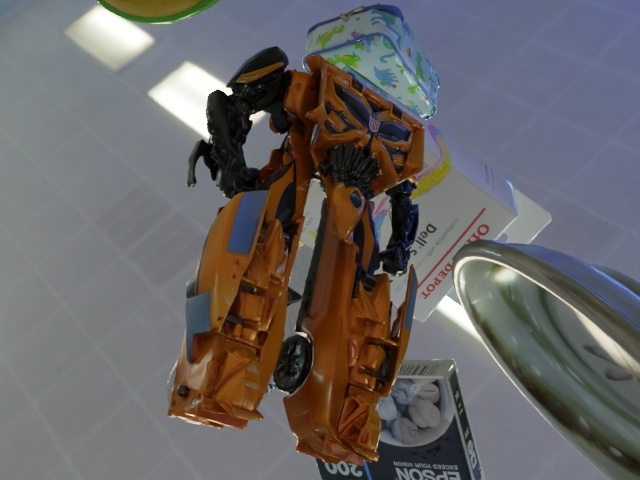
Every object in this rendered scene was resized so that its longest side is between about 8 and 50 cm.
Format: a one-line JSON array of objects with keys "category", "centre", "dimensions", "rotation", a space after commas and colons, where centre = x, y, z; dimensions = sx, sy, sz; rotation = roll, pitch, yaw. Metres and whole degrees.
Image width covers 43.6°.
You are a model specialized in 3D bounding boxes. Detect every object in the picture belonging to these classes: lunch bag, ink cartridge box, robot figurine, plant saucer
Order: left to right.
[{"category": "robot figurine", "centre": [0.000, 0.000, 0.574], "dimensions": [0.085, 0.211, 0.291], "rotation": [-13, -122, 49]}, {"category": "lunch bag", "centre": [0.082, -0.277, 1.311], "dimensions": [0.176, 0.219, 0.090], "rotation": [-11, -126, 31]}, {"category": "ink cartridge box", "centre": [0.081, 0.235, 0.925], "dimensions": [0.206, 0.208, 0.045], "rotation": [-6, -160, 34]}, {"category": "ink cartridge box", "centre": [0.115, -0.039, 1.064], "dimensions": [0.207, 0.353, 0.119], "rotation": [-53, -172, 25]}, {"category": "plant saucer", "centre": [0.306, 0.134, 0.830], "dimensions": [0.100, 0.400, 0.400], "rotation": [-40, -132, -10]}]

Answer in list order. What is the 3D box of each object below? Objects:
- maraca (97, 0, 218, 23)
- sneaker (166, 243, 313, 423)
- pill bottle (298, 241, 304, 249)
[{"category": "maraca", "centre": [-0.106, -0.238, 0.628], "dimensions": [0.185, 0.099, 0.127], "rotation": [-8, -85, 13]}, {"category": "sneaker", "centre": [-0.086, 0.157, 1.246], "dimensions": [0.137, 0.210, 0.366], "rotation": [44, -114, 9]}, {"category": "pill bottle", "centre": [-0.001, -0.038, 1.346], "dimensions": [0.119, 0.208, 0.119], "rotation": [-10, -125, 15]}]
